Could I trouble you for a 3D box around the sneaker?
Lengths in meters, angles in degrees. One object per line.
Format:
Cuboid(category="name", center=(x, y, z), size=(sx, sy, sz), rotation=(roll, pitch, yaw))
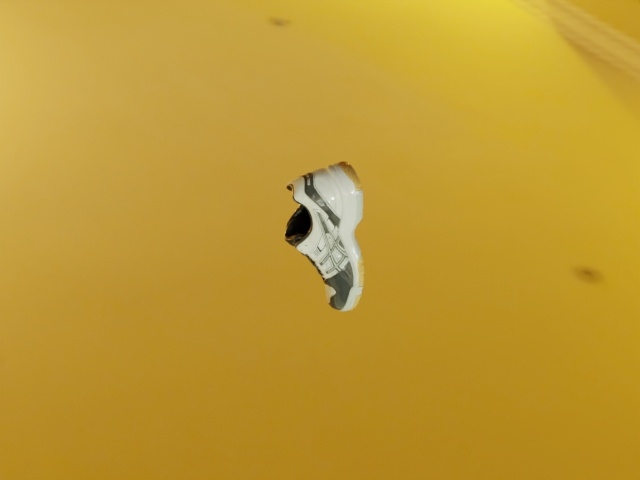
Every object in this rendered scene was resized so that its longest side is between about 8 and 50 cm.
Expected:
Cuboid(category="sneaker", center=(0.000, 0.000, 0.579), size=(0.037, 0.083, 0.032), rotation=(-14, -145, -13))
